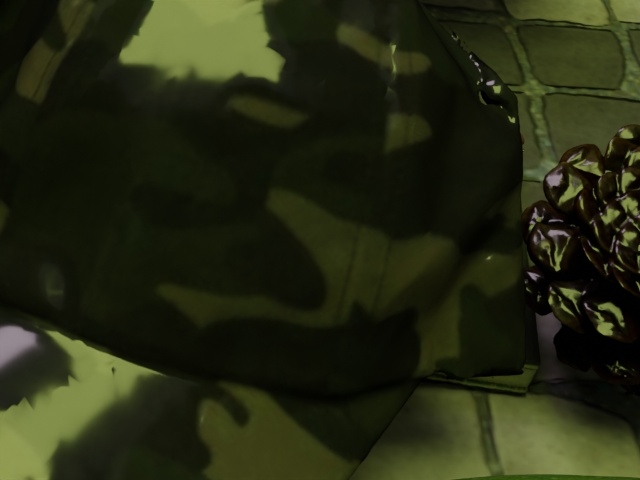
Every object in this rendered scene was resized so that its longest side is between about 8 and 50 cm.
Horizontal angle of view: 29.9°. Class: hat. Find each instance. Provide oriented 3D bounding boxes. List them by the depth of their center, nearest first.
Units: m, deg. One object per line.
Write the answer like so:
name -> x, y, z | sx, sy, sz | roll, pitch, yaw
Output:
hat -> -0.114, -0.012, 0.489 | 0.366, 0.257, 0.382 | 17, 27, 23

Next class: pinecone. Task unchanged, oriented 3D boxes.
pinecone -> 0.163, 0.015, 0.598 | 0.140, 0.120, 0.140 | 1, 59, -2

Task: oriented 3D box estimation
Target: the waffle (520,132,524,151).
waffle -> 0.079, -0.065, 0.715 | 0.083, 0.029, 0.075 | 26, 27, 27

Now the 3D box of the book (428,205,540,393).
book -> 0.000, 0.000, 0.651 | 0.228, 0.024, 0.160 | 8, 44, -4

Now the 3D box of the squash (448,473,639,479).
squash -> 0.097, 0.136, 0.489 | 0.188, 0.095, 0.095 | 8, 44, -3
